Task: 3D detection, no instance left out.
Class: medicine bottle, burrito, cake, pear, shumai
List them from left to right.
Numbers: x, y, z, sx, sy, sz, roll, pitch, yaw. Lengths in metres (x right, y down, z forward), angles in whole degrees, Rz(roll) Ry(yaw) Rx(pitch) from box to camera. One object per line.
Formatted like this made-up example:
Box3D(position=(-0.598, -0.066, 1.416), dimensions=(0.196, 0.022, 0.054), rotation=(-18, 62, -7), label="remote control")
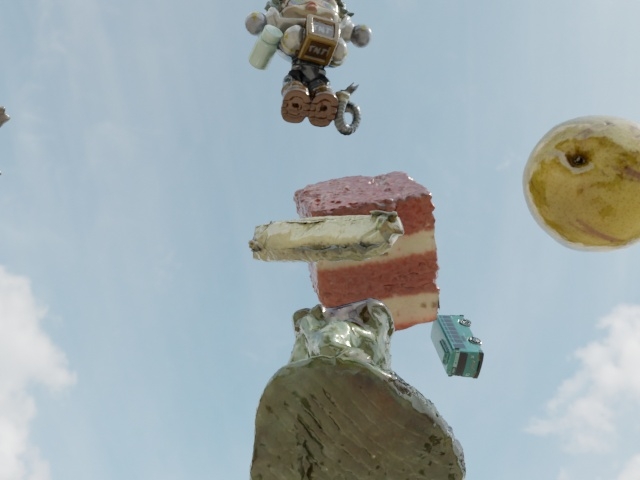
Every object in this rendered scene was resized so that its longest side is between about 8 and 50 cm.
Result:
Box3D(position=(-0.111, -0.391, 1.341), dimensions=(0.047, 0.047, 0.083), rotation=(30, -53, -8), label="medicine bottle")
Box3D(position=(0.000, 0.000, 0.627), dimensions=(0.185, 0.045, 0.041), rotation=(-1, -33, 42), label="burrito")
Box3D(position=(0.041, 0.208, 0.730), dimensions=(0.221, 0.204, 0.272), rotation=(0, -77, 5), label="shumai")
Box3D(position=(0.100, 0.028, 1.471), dimensions=(0.269, 0.270, 0.320), rotation=(-10, -70, -6), label="cake")
Box3D(position=(0.582, -0.119, 1.380), dimensions=(0.314, 0.314, 0.315), rotation=(8, -50, 10), label="pear")

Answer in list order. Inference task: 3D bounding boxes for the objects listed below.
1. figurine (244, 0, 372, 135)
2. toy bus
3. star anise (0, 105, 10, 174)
Box3D(position=(-0.027, -0.411, 1.368), dimensions=(0.260, 0.382, 0.186), rotation=(15, -42, -19), label="figurine")
Box3D(position=(0.313, 0.244, 1.532), dimensions=(0.091, 0.160, 0.079), rotation=(3, -64, -9), label="toy bus")
Box3D(position=(-0.245, -0.065, 0.409), dimensions=(0.129, 0.124, 0.056), rotation=(19, -59, 18), label="star anise")
